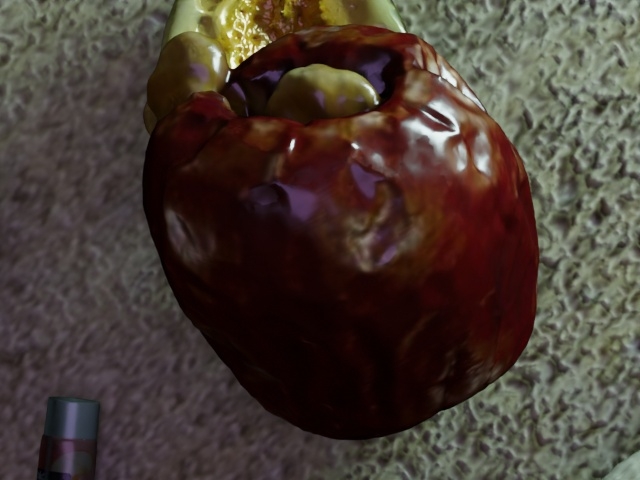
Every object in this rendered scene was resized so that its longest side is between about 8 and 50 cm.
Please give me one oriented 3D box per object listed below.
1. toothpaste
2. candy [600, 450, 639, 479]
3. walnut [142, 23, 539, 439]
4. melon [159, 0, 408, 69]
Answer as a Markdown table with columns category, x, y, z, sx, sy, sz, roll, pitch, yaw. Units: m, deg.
| category | x | y | z | sx | sy | sz | roll | pitch | yaw |
| --- | --- | --- | --- | --- | --- | --- | --- | --- | --- |
| toothpaste | -0.169 | 0.204 | 1.237 | 0.056 | 0.036 | 0.205 | 5 | 88 | 39 |
| candy | 0.261 | 0.247 | 1.170 | 0.295 | 0.185 | 0.295 | 0 | 91 | -6 |
| walnut | 0.000 | 0.000 | 1.148 | 0.244 | 0.269 | 0.221 | 8 | 45 | 27 |
| melon | -0.023 | -0.128 | 1.234 | 0.160 | 0.079 | 0.128 | -5 | 70 | 0 |
